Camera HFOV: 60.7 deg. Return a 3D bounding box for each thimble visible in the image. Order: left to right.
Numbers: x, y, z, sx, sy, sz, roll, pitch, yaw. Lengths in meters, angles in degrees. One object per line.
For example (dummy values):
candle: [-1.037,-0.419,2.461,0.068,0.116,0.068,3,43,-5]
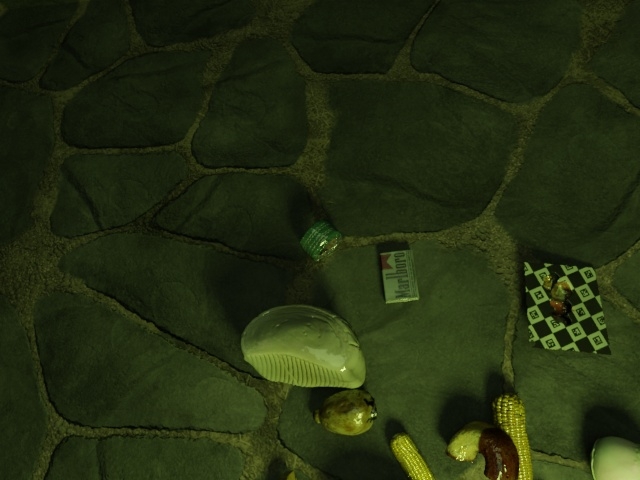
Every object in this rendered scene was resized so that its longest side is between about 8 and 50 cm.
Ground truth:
thimble: [0.001,-0.002,1.927,0.135,0.118,0.090,-42,68,-9]

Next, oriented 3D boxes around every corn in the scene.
corn: [0.282,0.675,1.644,0.072,0.072,0.203,-32,69,-5]
corn: [0.568,0.606,1.609,0.102,0.102,0.312,-6,68,7]

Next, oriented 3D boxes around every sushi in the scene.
sushi: [0.774,0.220,1.759,0.264,0.050,0.290,5,66,-4]

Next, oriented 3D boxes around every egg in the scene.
egg: [0.844,0.647,1.508,0.183,0.183,0.217,-38,65,-7]

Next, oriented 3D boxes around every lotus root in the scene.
lotus root: [0.075,0.538,1.704,0.214,0.138,0.138,-17,66,15]

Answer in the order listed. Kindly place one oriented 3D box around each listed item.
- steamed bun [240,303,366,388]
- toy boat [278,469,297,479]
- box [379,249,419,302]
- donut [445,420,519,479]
steamed bun: [-0.040,0.319,1.734,0.384,0.247,0.236,2,57,21]
toy boat: [-0.086,0.811,1.639,0.068,0.088,0.226,-25,60,38]
box: [0.270,0.125,1.880,0.115,0.036,0.177,-7,68,6]
donut: [0.463,0.604,1.579,0.217,0.085,0.141,11,87,43]
